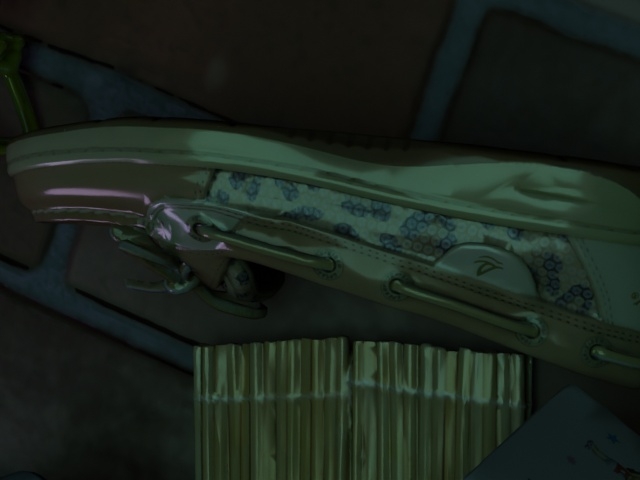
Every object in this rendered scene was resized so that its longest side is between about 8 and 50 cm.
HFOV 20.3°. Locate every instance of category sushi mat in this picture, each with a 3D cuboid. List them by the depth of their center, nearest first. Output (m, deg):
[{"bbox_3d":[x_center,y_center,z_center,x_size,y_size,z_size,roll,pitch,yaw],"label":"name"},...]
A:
[{"bbox_3d":[0.016,0.198,0.783,0.151,0.019,0.316,2,95,20],"label":"sushi mat"}]

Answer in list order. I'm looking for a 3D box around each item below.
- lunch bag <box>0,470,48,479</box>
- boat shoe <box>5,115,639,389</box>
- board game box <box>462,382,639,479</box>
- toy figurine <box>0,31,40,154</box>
[{"bbox_3d":[-0.134,0.222,0.776,0.176,0.090,0.219,-35,80,54],"label":"lunch bag"},{"bbox_3d":[0.000,0.000,0.729,0.285,0.104,0.089,6,93,20],"label":"boat shoe"},{"bbox_3d":[0.135,0.237,0.653,0.303,0.097,0.224,40,125,13],"label":"board game box"},{"bbox_3d":[-0.284,-0.187,0.826,0.217,0.191,0.362,23,133,57],"label":"toy figurine"}]
